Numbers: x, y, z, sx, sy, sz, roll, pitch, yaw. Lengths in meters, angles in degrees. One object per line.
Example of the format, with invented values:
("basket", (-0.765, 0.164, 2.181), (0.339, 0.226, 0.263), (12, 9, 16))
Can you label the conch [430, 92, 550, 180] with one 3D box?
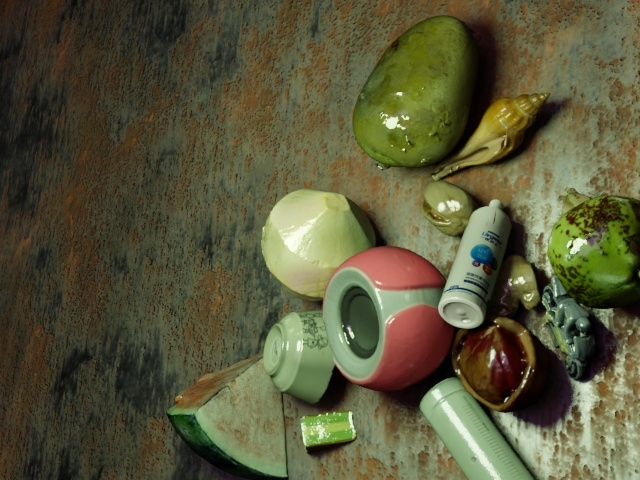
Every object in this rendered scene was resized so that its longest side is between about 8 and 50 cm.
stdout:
("conch", (0.364, -0.215, 1.944), (0.330, 0.093, 0.109), (-42, 70, 42))

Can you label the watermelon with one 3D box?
("watermelon", (-0.188, 0.420, 2.100), (0.283, 0.293, 0.250), (7, 119, 62))

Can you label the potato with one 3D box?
("potato", (0.213, -0.323, 2.003), (0.270, 0.219, 0.359), (-1, 61, 51))

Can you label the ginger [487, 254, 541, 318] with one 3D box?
("ginger", (0.341, 0.109, 1.841), (0.213, 0.074, 0.137), (-19, 44, 26))

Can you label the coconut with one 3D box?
("coconut", (0.000, 0.000, 2.013), (0.259, 0.259, 0.259), (-13, 66, 32))

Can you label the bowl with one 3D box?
("bowl", (-0.055, 0.247, 2.003), (0.211, 0.112, 0.211), (-43, 41, 52))

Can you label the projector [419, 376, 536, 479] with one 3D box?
("projector", (0.318, 0.417, 1.726), (0.108, 0.108, 0.337), (-45, 53, 15))

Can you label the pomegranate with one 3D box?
("pomegranate", (0.525, -0.011, 1.666), (0.204, 0.222, 0.276), (-39, 36, 43))

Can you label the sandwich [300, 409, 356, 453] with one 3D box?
("sandwich", (0.018, 0.421, 2.009), (0.117, 0.074, 0.074), (-8, 64, -1))

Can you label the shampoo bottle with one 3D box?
("shampoo bottle", (0.315, 0.032, 1.802), (0.092, 0.092, 0.303), (-6, 41, 35))

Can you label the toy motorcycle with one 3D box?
("toy motorcycle", (0.467, 0.158, 1.707), (0.061, 0.124, 0.193), (-8, 68, -14))

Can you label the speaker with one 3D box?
("speaker", (0.137, 0.165, 1.848), (0.294, 0.294, 0.294), (-13, 66, 32))

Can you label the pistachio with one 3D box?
("pistachio", (0.274, -0.074, 1.942), (0.113, 0.113, 0.149), (-47, 46, 14))

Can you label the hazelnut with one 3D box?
("hazelnut", (0.340, 0.235, 1.740), (0.202, 0.160, 0.170), (19, 81, 32))
